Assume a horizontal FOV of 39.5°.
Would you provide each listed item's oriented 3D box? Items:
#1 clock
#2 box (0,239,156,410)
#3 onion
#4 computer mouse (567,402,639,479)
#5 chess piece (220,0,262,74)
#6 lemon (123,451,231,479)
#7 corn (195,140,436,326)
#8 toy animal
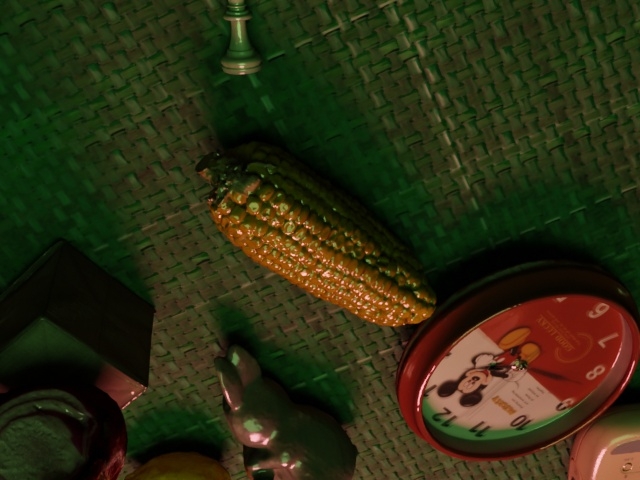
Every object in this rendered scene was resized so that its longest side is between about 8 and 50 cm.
[{"bbox_3d":[0.245,0.150,1.108,0.318,0.080,0.319,-9,130,-11],"label":"clock"},{"bbox_3d":[-0.323,0.144,1.011,0.231,0.149,0.155,-38,119,16],"label":"box"},{"bbox_3d":[-0.293,0.212,0.896,0.198,0.173,0.135,30,139,25],"label":"onion"},{"bbox_3d":[0.417,0.313,1.233,0.145,0.082,0.237,-8,125,-1],"label":"computer mouse"},{"bbox_3d":[-0.081,-0.212,0.873,0.042,0.042,0.093,-5,116,-2],"label":"chess piece"},{"bbox_3d":[-0.186,0.334,1.172,0.155,0.114,0.114,7,122,-6],"label":"lemon"},{"bbox_3d":[0.000,0.000,0.970,0.321,0.119,0.119,36,113,-24],"label":"corn"},{"bbox_3d":[-0.062,0.230,1.130,0.125,0.127,0.251,-27,108,26],"label":"toy animal"}]
